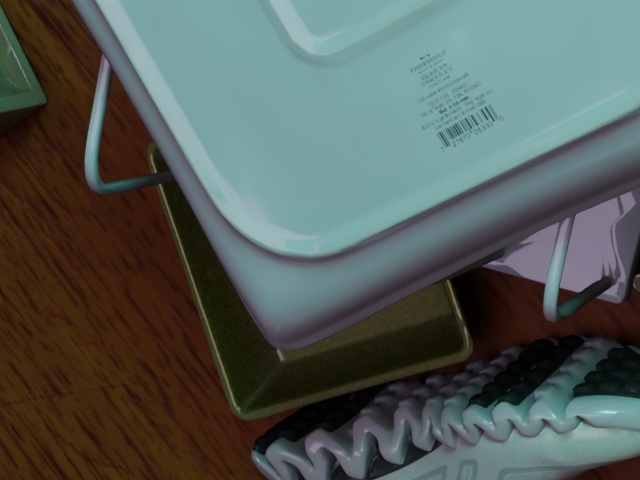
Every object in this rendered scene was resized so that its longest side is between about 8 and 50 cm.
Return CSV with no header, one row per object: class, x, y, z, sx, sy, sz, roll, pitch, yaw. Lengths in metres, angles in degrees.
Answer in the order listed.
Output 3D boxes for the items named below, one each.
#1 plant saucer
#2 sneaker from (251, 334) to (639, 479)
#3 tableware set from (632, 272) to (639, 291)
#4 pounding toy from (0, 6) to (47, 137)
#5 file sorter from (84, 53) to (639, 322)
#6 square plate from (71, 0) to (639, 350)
plant saucer,0.000,0.000,1.225,0.188,0.045,0.188,-19,90,36
sneaker,0.093,0.133,1.166,0.292,0.110,0.118,-17,99,44
tableware set,0.266,0.030,1.055,0.194,0.039,0.128,28,115,26
pounding toy,-0.272,-0.096,1.336,0.100,0.130,0.141,-31,83,35
file sorter,0.035,-0.084,1.061,0.277,0.173,0.193,16,102,19
square plate,0.019,-0.146,0.900,0.347,0.049,0.344,-26,97,31
